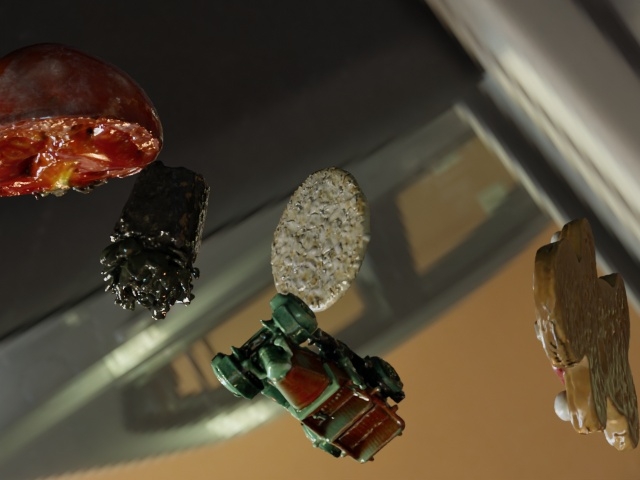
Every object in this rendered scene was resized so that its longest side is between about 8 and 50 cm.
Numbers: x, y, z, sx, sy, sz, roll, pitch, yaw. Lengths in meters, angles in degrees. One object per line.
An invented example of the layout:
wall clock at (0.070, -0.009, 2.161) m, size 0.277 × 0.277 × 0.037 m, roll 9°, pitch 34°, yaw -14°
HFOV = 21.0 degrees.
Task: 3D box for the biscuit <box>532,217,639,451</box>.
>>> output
biscuit at (0.255, 0.088, 1.704) m, size 0.047 × 0.216 × 0.340 m, roll -9°, pitch 164°, yaw 20°

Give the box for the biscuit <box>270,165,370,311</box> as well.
biscuit at (0.000, 0.000, 1.681) m, size 0.020 × 0.152 × 0.152 m, roll 16°, pitch 144°, yaw -35°

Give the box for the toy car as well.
toy car at (-0.003, 0.091, 1.090) m, size 0.073 × 0.054 × 0.143 m, roll -42°, pitch 137°, yaw 8°

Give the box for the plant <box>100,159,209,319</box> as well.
plant at (-0.151, 0.001, 1.617) m, size 0.092 × 0.094 × 0.143 m, roll 98°, pitch 10°, yaw -77°

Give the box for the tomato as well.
tomato at (-0.199, -0.096, 1.285) m, size 0.159 × 0.091 × 0.139 m, roll -5°, pitch 159°, yaw -6°
